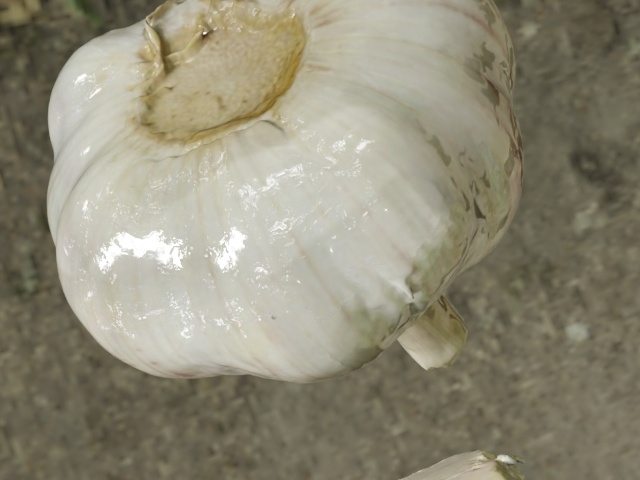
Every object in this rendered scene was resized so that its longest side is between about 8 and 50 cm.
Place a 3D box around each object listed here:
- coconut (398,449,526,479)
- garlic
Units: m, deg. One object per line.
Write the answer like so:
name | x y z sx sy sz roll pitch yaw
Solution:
coconut | 0.067 0.226 0.893 0.239 0.244 0.239 51 155 36
garlic | 0.000 0.000 0.752 0.199 0.199 0.226 30 162 40
